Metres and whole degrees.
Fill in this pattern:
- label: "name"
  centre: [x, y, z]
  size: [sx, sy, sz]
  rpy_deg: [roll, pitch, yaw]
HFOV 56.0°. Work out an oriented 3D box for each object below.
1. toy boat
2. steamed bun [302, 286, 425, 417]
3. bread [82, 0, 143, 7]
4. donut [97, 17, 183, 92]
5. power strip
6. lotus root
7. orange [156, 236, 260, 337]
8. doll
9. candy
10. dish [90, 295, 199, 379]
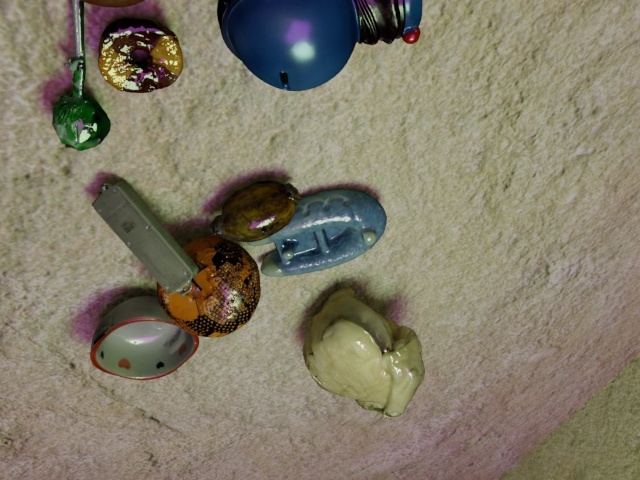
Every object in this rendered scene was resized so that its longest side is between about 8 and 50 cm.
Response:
- label: "toy boat"
  centre: [0.000, 0.000, 1.405]
  size: [0.329, 0.123, 0.215]
  rpy_deg: [-16, 137, -1]
- label: "steamed bun"
  centre: [0.127, 0.304, 1.677]
  size: [0.372, 0.230, 0.324]
  rpy_deg: [39, 133, -11]
- label: "bread"
  centre: [-0.286, -0.458, 0.798]
  size: [0.269, 0.148, 0.270]
  rpy_deg: [-10, 137, -10]
- label: "donut"
  centre: [-0.301, -0.313, 1.006]
  size: [0.140, 0.059, 0.141]
  rpy_deg: [-15, 140, -13]
- label: "power strip"
  centre: [-0.352, -0.004, 1.225]
  size: [0.078, 0.052, 0.272]
  rpy_deg: [-37, 100, 16]
- label: "lotus root"
  centre: [-0.139, -0.057, 1.295]
  size: [0.209, 0.120, 0.120]
  rpy_deg: [-24, 138, 1]
- label: "orange"
  centre: [-0.246, 0.104, 1.352]
  size: [0.234, 0.182, 0.235]
  rpy_deg: [1, 97, 7]
- label: "doll"
  centre: [-0.005, -0.364, 0.934]
  size: [0.309, 0.240, 0.284]
  rpy_deg: [-13, 167, 1]
- label: "candy"
  centre: [-0.400, -0.299, 0.993]
  size: [0.097, 0.097, 0.324]
  rpy_deg: [-1, 126, -19]
- label: "dish"
  centre: [-0.434, 0.227, 1.486]
  size: [0.256, 0.117, 0.256]
  rpy_deg: [-10, 136, -10]
